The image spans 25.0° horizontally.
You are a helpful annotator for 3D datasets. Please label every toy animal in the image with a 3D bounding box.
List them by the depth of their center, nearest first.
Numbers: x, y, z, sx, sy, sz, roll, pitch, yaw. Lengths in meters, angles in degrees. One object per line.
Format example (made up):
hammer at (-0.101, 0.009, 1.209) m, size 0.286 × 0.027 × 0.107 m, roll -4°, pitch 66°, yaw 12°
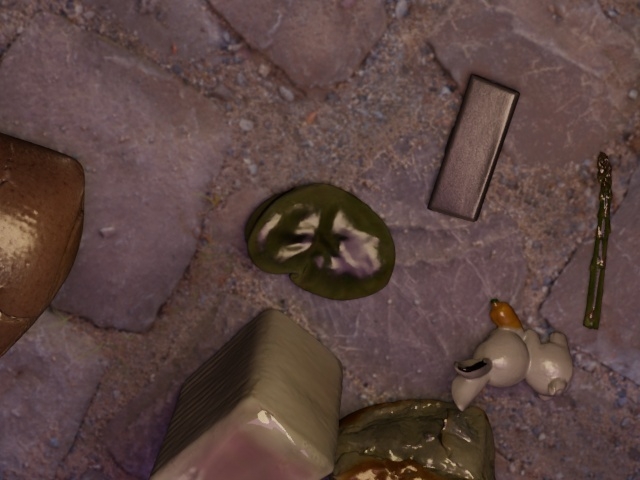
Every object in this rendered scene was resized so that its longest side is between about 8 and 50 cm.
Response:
toy animal at (0.253, 0.161, 1.958) m, size 0.181 × 0.127 × 0.131 m, roll 7°, pitch 109°, yaw -14°

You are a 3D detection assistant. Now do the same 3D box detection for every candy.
candy at (-0.091, 0.238, 1.848) m, size 0.208 × 0.359 × 0.145 m, roll -41°, pitch 100°, yaw 14°

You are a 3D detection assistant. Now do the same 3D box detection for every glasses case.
glasses case at (0.205, -0.122, 1.931) m, size 0.072 × 0.042 × 0.191 m, roll 18°, pitch 102°, yaw 2°

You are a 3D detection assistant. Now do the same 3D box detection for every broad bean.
broad bean at (0.001, 0.001, 1.949) m, size 0.206 × 0.072 × 0.153 m, roll 11°, pitch 105°, yaw -16°

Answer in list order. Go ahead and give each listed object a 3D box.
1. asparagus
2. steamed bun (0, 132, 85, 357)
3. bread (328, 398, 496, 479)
asparagus at (0.382, 0.002, 1.972) m, size 0.024 × 0.025 × 0.249 m, roll 14°, pitch 107°, yaw 40°
steamed bun at (-0.450, 0.007, 1.867) m, size 0.251 × 0.199 × 0.301 m, roll 25°, pitch 100°, yaw -7°
bread at (0.133, 0.363, 1.945) m, size 0.250 × 0.225 × 0.279 m, roll -6°, pitch 99°, yaw 2°
